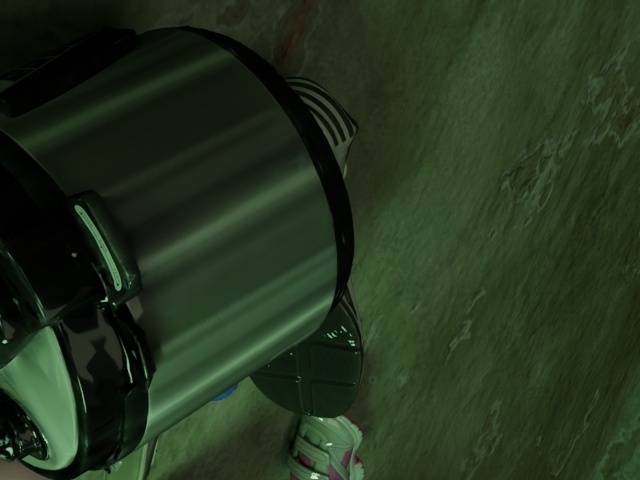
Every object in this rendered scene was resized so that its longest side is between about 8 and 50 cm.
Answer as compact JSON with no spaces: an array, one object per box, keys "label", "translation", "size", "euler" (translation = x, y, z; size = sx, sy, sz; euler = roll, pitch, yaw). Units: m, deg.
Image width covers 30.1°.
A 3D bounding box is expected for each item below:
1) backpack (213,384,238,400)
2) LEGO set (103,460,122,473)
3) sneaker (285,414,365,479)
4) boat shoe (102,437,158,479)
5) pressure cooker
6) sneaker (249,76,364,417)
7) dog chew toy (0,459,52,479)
[{"label":"backpack","translation":[-0.161,0.151,1.536],"size":[0.101,0.120,0.098],"euler":[19,101,-55]},{"label":"LEGO set","translation":[-0.316,0.220,1.482],"size":[0.182,0.060,0.244],"euler":[-3,110,-46]},{"label":"sneaker","translation":[0.001,0.344,1.903],"size":[0.111,0.103,0.252],"euler":[-41,142,-26]},{"label":"boat shoe","translation":[-0.235,0.276,1.585],"size":[0.065,0.075,0.206],"euler":[-1,112,-47]},{"label":"pressure cooker","translation":[-0.221,0.019,1.137],"size":[0.420,0.375,0.370],"euler":[-31,141,-34]},{"label":"sneaker","translation":[0.001,0.000,1.494],"size":[0.257,0.169,0.447],"euler":[-62,152,-47]},{"label":"dog chew toy","translation":[-0.391,0.308,1.317],"size":[0.206,0.206,0.332],"euler":[-20,138,-42]}]
